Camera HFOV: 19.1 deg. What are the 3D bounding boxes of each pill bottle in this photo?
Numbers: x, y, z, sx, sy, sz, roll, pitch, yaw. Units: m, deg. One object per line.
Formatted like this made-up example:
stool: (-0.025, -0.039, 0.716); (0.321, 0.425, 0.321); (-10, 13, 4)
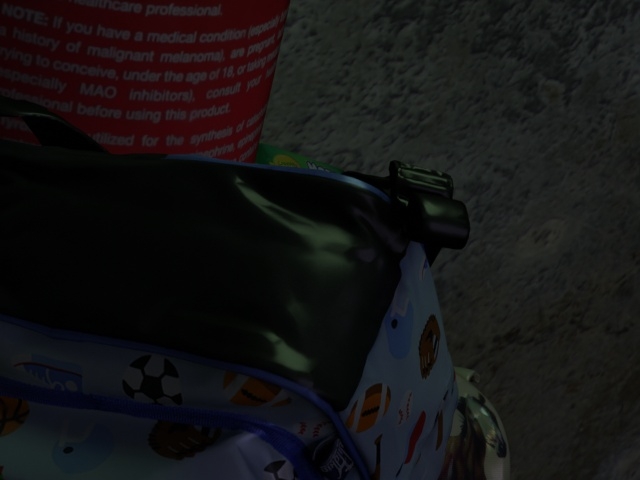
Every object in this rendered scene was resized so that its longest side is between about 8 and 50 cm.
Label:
pill bottle: (-0.130, -0.138, 1.026); (0.229, 0.229, 0.407); (-16, 128, -48)

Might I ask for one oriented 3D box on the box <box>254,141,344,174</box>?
box: (0.000, 0.000, 1.366); (0.043, 0.179, 0.105); (-43, 148, 23)

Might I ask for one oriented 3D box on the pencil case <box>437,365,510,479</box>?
pencil case: (-0.031, 0.142, 1.336); (0.410, 0.160, 0.183); (14, 96, -51)

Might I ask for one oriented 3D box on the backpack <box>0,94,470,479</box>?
backpack: (-0.058, 0.077, 0.876); (0.213, 0.277, 0.263); (-69, 155, -18)
